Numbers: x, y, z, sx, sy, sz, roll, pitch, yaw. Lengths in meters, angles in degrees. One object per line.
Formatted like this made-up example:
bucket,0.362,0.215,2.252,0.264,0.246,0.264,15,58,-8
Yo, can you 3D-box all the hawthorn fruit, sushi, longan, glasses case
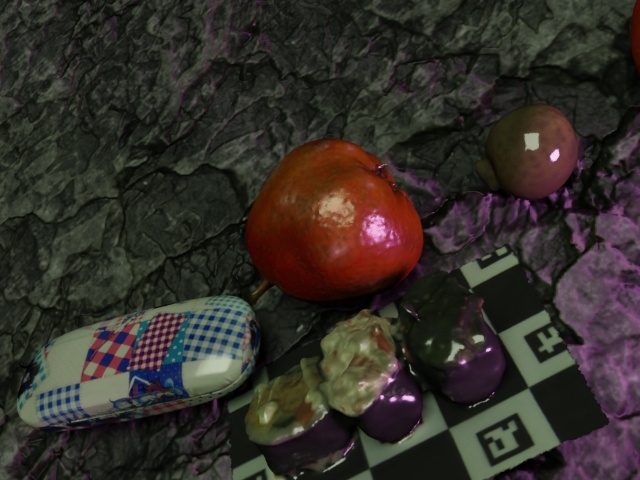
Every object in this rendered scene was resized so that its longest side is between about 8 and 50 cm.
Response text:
hawthorn fruit,0.000,0.000,0.974,0.225,0.196,0.197,-39,56,18
sushi,0.047,0.126,0.862,0.373,0.100,0.296,-27,31,8
longan,0.231,-0.096,0.977,0.119,0.106,0.106,-28,57,24
glasses case,-0.220,0.148,1.028,0.327,0.076,0.125,-15,48,21

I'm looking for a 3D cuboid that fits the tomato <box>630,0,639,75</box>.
tomato,0.462,-0.234,0.906,0.259,0.180,0.260,-9,60,16
